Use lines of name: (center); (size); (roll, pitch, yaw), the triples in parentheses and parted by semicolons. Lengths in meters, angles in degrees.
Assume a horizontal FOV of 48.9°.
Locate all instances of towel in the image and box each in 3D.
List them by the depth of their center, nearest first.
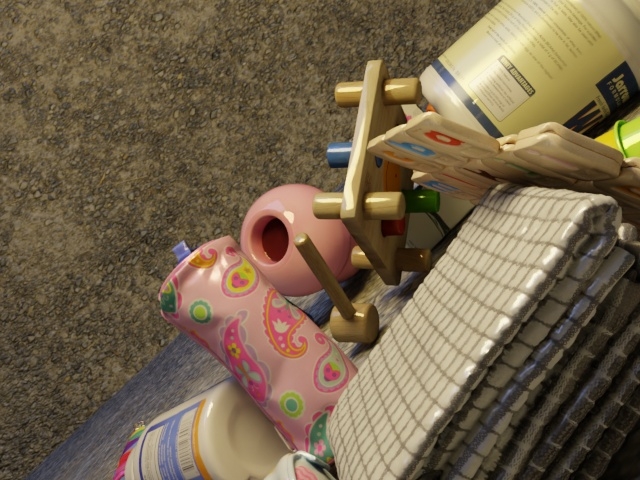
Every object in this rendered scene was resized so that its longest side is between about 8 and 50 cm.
towel: (0.129, 0.098, 0.533); (0.283, 0.121, 0.235); (-56, 6, 2)

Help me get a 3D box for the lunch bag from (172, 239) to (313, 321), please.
lunch bag: (-0.152, 0.110, 1.268); (0.138, 0.293, 0.221); (-42, 8, 4)

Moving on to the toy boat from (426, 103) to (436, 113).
toy boat: (0.277, -0.230, 1.461); (0.151, 0.151, 0.231); (-33, 13, 50)

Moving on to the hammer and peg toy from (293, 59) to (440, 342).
hammer and peg toy: (0.086, -0.045, 1.015); (0.127, 0.266, 0.361); (2, 65, 22)

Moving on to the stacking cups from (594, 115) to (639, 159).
stacking cups: (0.385, -0.124, 0.658); (0.316, 0.096, 0.096); (-34, 12, 38)

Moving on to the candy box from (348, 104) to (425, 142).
candy box: (0.193, -0.217, 1.632); (0.165, 0.196, 0.070); (-45, 8, -10)

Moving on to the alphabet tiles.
alphabet tiles: (0.189, -0.052, 0.628); (0.284, 0.278, 0.021); (180, 108, -78)

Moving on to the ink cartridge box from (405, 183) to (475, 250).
ink cartridge box: (0.182, -0.052, 1.236); (0.208, 0.087, 0.153); (-45, 8, -6)

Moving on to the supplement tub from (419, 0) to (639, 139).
supplement tub: (0.337, -0.261, 1.050); (0.325, 0.235, 0.235); (-41, 9, 16)

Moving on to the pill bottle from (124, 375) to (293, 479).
pill bottle: (-0.144, 0.275, 0.897); (0.272, 0.152, 0.152); (-35, 11, 45)

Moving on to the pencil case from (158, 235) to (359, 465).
pencil case: (-0.053, 0.128, 0.781); (0.124, 0.284, 0.124); (-43, -8, -8)

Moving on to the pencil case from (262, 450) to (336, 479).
pencil case: (-0.084, 0.303, 0.598); (0.273, 0.113, 0.124); (-41, 31, 7)

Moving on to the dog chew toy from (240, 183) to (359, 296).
dog chew toy: (0.000, 0.000, 1.349); (0.206, 0.206, 0.332); (-39, -20, 27)

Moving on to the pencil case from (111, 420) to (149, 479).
pencil case: (-0.306, 0.399, 1.232); (0.104, 0.104, 0.236); (-43, 10, 0)
